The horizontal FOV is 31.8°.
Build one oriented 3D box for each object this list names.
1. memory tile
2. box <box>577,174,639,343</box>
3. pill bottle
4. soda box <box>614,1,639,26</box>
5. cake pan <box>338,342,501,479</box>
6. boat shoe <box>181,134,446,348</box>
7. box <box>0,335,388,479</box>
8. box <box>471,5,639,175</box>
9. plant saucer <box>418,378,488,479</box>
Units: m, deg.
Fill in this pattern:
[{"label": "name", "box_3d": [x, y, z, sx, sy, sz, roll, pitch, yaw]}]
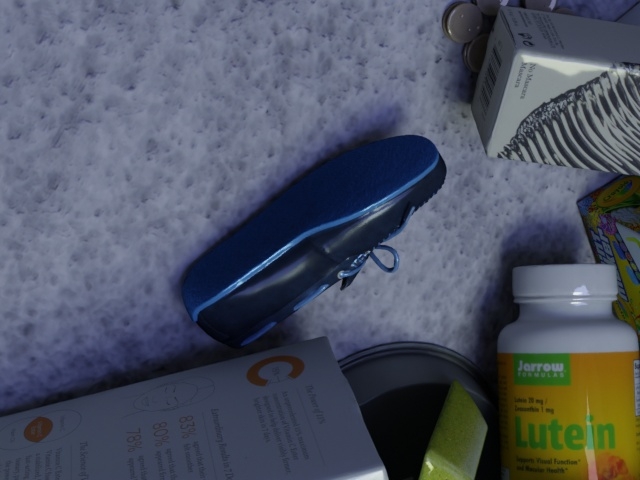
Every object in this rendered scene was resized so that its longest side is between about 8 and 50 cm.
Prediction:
[{"label": "memory tile", "box_3d": [0.187, -0.187, 1.045, 0.113, 0.012, 0.148, -45, 121, -3]}, {"label": "box", "box_3d": [0.463, 0.000, 1.086, 0.290, 0.279, 0.177, -31, 118, -10]}, {"label": "pill bottle", "box_3d": [0.242, 0.147, 1.093, 0.136, 0.136, 0.246, 1, 85, -25]}, {"label": "soda box", "box_3d": [0.391, -0.238, 1.082, 0.216, 0.074, 0.069, -39, 121, -6]}, {"label": "cake pan", "box_3d": [0.073, 0.247, 1.134, 0.293, 0.054, 0.293, -8, 112, -21]}, {"label": "boat shoe", "box_3d": [0.000, 0.000, 0.995, 0.258, 0.109, 0.089, -30, 127, 7]}, {"label": "box", "box_3d": [-0.124, 0.234, 0.914, 0.345, 0.215, 0.168, -14, 115, -7]}, {"label": "box", "box_3d": [0.283, -0.125, 1.003, 0.275, 0.094, 0.113, 6, 125, -7]}, {"label": "plant saucer", "box_3d": [0.109, 0.244, 1.014, 0.045, 0.188, 0.188, 15, 106, 10]}]
